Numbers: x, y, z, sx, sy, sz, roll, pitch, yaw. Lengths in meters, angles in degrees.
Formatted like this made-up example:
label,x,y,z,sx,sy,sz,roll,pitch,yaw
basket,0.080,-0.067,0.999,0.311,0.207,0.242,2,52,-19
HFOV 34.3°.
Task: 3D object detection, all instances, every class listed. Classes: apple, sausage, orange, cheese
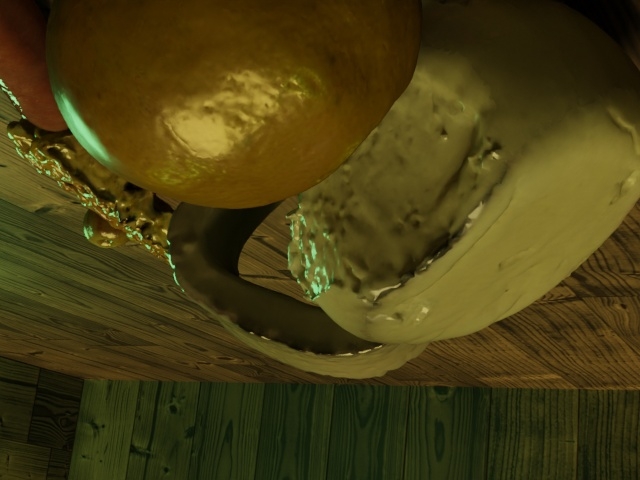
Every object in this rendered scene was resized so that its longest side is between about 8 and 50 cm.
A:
label,x,y,z,sx,sy,sz,roll,pitch,yaw
apple,-0.325,-0.025,1.605,0.084,0.071,0.084,5,164,1
sausage,-0.304,-0.200,0.993,0.088,0.088,0.433,4,165,6
orange,-0.059,-0.150,0.739,0.235,0.279,0.279,38,151,-22
cheese,0.001,-0.002,1.212,0.332,0.292,0.153,12,165,13

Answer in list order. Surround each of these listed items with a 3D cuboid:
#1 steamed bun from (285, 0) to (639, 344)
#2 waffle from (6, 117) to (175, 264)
label,x,y,z,sx,sy,sz,roll,pitch,yaw
steamed bun,0.129,-0.073,0.943,0.334,0.233,0.312,-43,152,22
waffle,-0.262,-0.058,1.322,0.283,0.065,0.309,32,172,16
